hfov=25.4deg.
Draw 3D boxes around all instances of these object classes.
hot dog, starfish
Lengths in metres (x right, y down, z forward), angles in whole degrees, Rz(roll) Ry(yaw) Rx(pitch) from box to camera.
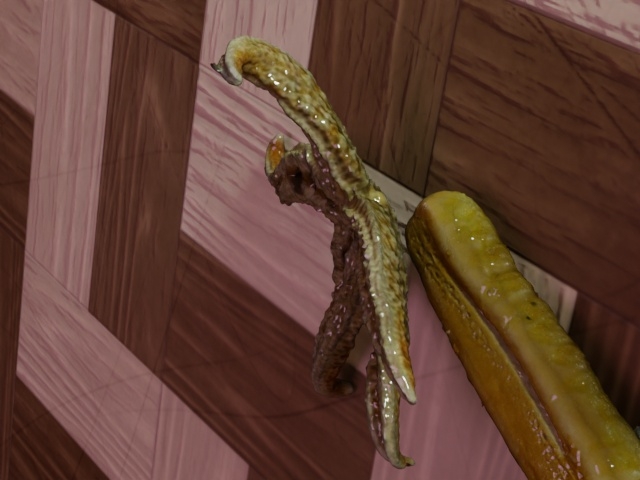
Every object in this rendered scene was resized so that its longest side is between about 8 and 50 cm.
[{"bbox_3d":[0.138,0.081,0.944,0.286,0.061,0.088,64,147,28],"label":"hot dog"},{"bbox_3d":[0.009,-0.006,1.043,0.375,0.094,0.327,-128,18,-69],"label":"starfish"}]

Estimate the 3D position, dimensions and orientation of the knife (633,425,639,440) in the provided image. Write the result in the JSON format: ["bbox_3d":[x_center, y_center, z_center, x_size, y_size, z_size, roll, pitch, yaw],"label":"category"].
[{"bbox_3d":[0.160,0.221,0.983,0.298,0.017,0.047,-65,36,39],"label":"knife"}]
